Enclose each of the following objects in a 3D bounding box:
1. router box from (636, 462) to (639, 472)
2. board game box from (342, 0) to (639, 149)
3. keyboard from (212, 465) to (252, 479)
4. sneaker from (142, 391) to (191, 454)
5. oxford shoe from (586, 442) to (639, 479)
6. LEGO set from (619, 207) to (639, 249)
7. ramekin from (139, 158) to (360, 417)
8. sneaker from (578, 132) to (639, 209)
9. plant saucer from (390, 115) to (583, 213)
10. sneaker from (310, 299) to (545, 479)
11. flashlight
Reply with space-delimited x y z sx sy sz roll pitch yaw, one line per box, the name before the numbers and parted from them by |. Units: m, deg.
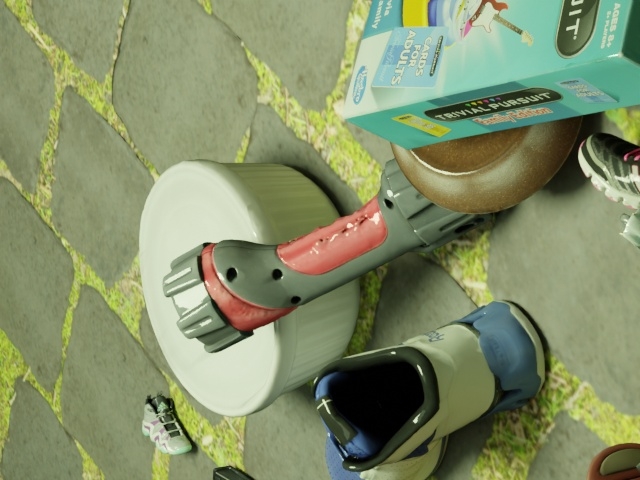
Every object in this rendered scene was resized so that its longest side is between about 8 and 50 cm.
router box | 0.342 0.176 1.396 0.133 0.046 0.179 58 136 26
board game box | 0.168 -0.219 1.393 0.336 0.079 0.253 -8 64 56
keyboard | -0.109 0.418 2.154 0.202 0.033 0.317 24 119 42
sneaker | -0.192 0.219 2.197 0.098 0.038 0.069 25 122 49
oxford shoe | 0.289 0.340 1.470 0.130 0.123 0.348 109 149 -61
LEGO set | 0.334 -0.094 1.282 0.107 0.132 0.287 33 101 20
ramekin | -0.070 0.042 1.884 0.273 0.127 0.272 22 118 50
sneaker | 0.278 -0.056 1.407 0.170 0.063 0.074 35 128 39
plant saucer | 0.132 -0.123 1.542 0.199 0.036 0.198 -5 81 35
sneaker | 0.055 0.160 1.695 0.315 0.182 0.127 -46 62 51
flashlight | 0.000 0.000 1.664 0.304 0.103 0.103 -29 75 22
